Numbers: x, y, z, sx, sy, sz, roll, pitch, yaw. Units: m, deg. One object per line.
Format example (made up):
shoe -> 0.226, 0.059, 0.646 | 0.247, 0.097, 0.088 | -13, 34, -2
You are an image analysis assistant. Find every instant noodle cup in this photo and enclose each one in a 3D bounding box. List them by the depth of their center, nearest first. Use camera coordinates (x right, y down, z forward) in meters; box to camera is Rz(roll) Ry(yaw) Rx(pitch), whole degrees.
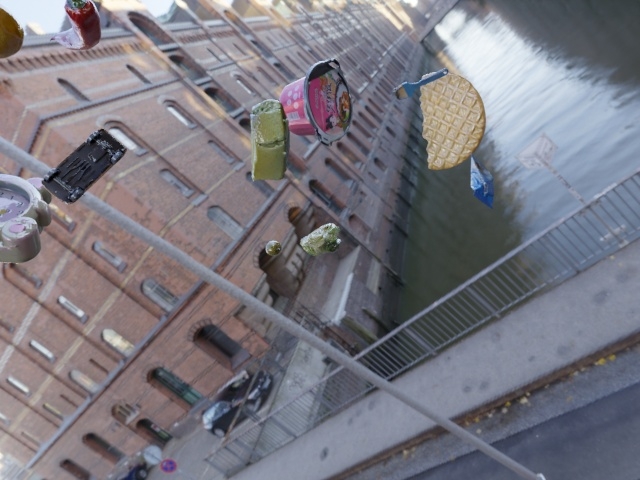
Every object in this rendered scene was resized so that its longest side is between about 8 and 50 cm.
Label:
instant noodle cup -> -0.031, -0.475, 1.498 | 0.182, 0.258, 0.302 | 2, 69, 40

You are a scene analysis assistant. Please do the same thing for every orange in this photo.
orange -> -0.898, -0.579, 1.149 | 0.159, 0.159, 0.136 | -56, 5, -38

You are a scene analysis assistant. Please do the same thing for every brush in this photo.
brush -> 0.298, -0.465, 1.253 | 0.164, 0.051, 0.014 | -20, 49, 25

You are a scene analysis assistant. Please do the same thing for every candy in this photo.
candy -> 0.428, -0.158, 1.126 | 0.038, 0.088, 0.136 | -28, 45, 47

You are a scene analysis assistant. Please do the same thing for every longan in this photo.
longan -> -0.212, 0.036, 1.936 | 0.083, 0.075, 0.075 | 10, 55, 50

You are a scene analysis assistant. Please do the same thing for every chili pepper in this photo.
chili pepper -> -0.734, -0.641, 1.271 | 0.368, 0.137, 0.092 | -9, 65, 55

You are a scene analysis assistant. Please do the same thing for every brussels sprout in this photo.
brussels sprout -> 0.001, 0.003, 1.412 | 0.139, 0.100, 0.181 | -16, 11, 12

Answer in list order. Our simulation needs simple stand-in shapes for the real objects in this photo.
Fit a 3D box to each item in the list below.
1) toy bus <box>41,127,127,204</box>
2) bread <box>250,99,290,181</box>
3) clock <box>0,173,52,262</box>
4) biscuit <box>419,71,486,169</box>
toy bus -> -0.567, -0.174, 1.025 | 0.194, 0.083, 0.088 | -52, 16, -19
bread -> -0.156, -0.303, 1.316 | 0.257, 0.124, 0.186 | 98, 172, -53
clock -> -0.881, -0.073, 1.127 | 0.309, 0.284, 0.114 | -107, 27, -46
biscuit -> 0.417, -0.379, 1.343 | 0.204, 0.309, 0.040 | 4, 21, 38
